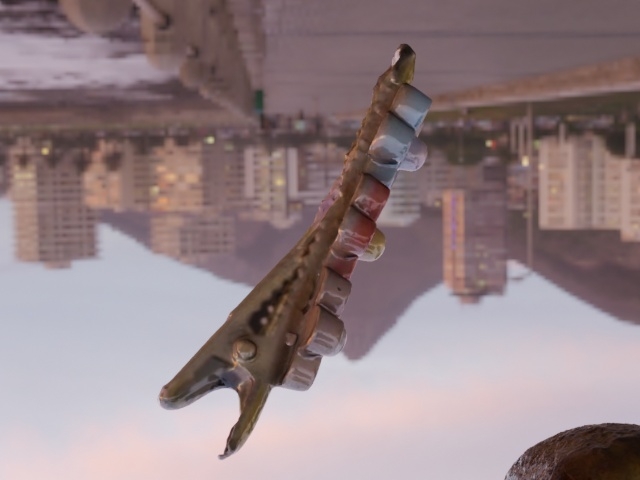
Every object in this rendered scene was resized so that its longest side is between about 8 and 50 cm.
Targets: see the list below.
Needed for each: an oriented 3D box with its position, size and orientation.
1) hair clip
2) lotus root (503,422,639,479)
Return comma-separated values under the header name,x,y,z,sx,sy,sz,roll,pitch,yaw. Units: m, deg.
name,x,y,z,sx,sy,sz,roll,pitch,yaw
hair clip,0.006,0.004,0.579,0.056,0.214,0.062,34,159,0
lotus root,0.152,0.155,0.756,0.108,0.094,0.191,-20,-177,-15
